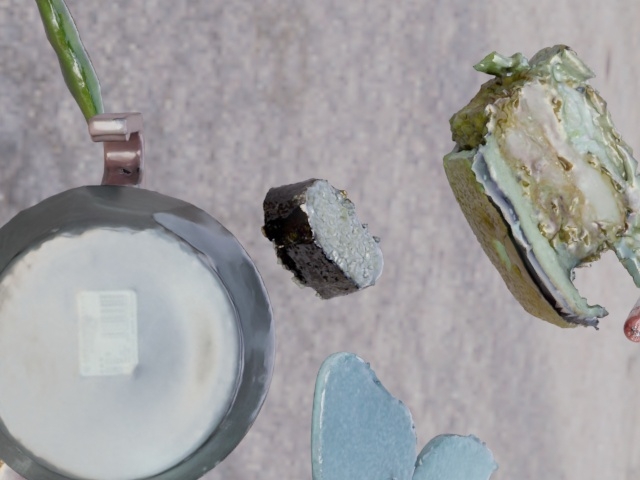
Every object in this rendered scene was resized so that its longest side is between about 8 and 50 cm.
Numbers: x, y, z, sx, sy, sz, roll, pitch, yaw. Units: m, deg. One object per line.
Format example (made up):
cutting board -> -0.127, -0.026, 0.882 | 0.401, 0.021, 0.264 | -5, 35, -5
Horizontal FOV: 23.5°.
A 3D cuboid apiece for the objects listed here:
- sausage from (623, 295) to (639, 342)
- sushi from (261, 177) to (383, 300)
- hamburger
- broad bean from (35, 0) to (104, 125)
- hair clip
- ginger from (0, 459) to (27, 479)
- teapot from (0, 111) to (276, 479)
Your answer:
sausage -> 0.339, 0.074, 1.600 | 0.223, 0.029, 0.029 | -25, 119, -70
sushi -> 0.000, 0.000, 1.658 | 0.150, 0.078, 0.090 | 48, 45, -35
hamburger -> 0.228, -0.061, 1.584 | 0.288, 0.167, 0.192 | 61, -5, -10
broad bean -> -0.326, -0.261, 1.952 | 0.060, 0.043, 0.297 | -128, -164, -57
hair clip -> 0.013, 0.332, 1.562 | 0.318, 0.238, 0.392 | 14, 69, -51
ginger -> -0.360, 0.265, 1.774 | 0.223, 0.269, 0.200 | -45, -178, 10
teapot -> -0.205, 0.056, 1.568 | 0.362, 0.305, 0.376 | -147, -125, -84
